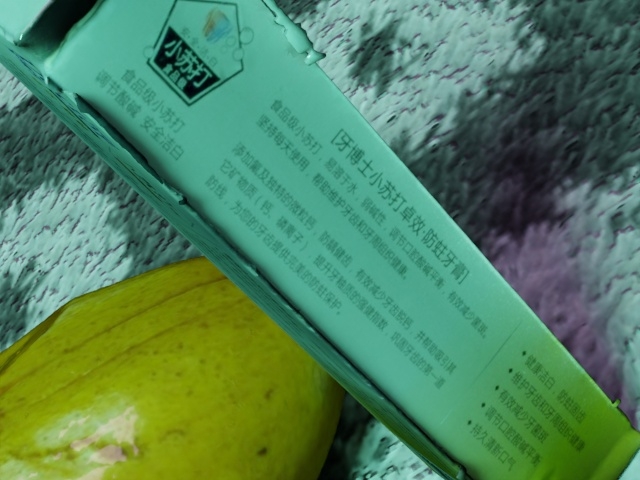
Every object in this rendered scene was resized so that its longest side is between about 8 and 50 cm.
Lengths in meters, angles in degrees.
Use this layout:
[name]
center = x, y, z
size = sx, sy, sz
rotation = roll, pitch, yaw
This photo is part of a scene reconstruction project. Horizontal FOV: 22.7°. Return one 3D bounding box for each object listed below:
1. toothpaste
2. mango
[toothpaste]
center = 0.000, 0.000, 0.542
size = 0.071, 0.313, 0.089
rotation = -49, 39, -6
[mango]
center = -0.093, 0.105, 0.676
size = 0.257, 0.138, 0.187
rotation = -32, 23, 10
